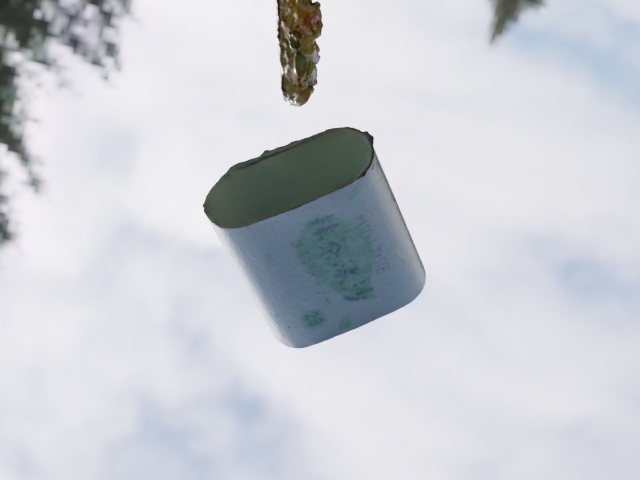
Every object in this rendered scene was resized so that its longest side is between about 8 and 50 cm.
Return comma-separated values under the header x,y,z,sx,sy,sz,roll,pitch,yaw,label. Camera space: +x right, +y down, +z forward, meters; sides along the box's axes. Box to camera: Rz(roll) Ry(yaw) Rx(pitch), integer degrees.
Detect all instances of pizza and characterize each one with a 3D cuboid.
x,y,z,sx,sy,sz,roll,pitch,yaw,label
-0.026,-0.251,2.014,0.052,0.195,0.185,-5,-150,-3,pizza

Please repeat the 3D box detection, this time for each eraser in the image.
x,y,z,sx,sy,sz,roll,pitch,yaw,label
0.000,0.000,1.822,0.174,0.227,0.081,-21,-128,4,eraser
